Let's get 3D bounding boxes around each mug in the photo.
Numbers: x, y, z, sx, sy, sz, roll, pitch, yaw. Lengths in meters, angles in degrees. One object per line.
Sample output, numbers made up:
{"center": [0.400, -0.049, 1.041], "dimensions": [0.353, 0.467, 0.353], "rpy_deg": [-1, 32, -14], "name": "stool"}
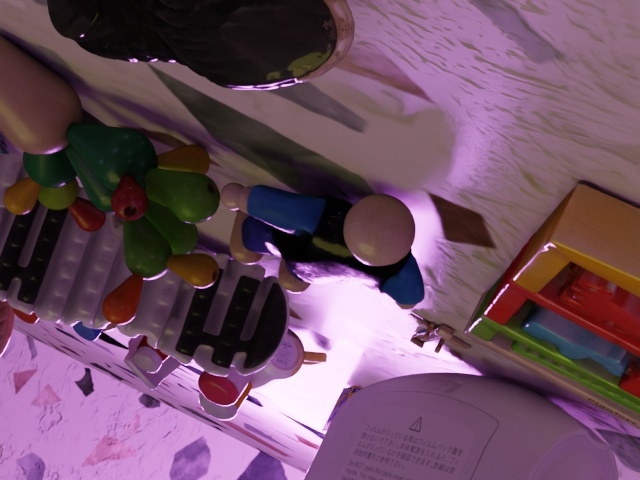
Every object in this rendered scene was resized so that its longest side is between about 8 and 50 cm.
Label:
{"center": [-0.039, 0.103, 1.293], "dimensions": [0.062, 0.078, 0.064], "rpy_deg": [62, 153, -3], "name": "mug"}

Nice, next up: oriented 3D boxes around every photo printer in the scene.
{"center": [0.065, 0.240, 0.992], "dimensions": [0.107, 0.307, 0.256], "rpy_deg": [35, 163, -30], "name": "photo printer"}

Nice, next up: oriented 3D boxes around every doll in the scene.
{"center": [0.000, 0.000, 0.786], "dimensions": [0.129, 0.046, 0.189], "rpy_deg": [31, 168, -17], "name": "doll"}

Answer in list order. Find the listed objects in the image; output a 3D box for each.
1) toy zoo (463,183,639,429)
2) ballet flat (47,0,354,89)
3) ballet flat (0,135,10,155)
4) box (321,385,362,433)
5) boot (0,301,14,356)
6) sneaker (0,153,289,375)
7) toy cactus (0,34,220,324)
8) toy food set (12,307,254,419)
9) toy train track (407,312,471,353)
{"center": [0.177, 0.054, 0.651], "dimensions": [0.192, 0.030, 0.293], "rpy_deg": [28, 167, 4], "name": "toy zoo"}
{"center": [-0.046, -0.093, 0.544], "dimensions": [0.049, 0.057, 0.173], "rpy_deg": [-14, -159, -39], "name": "ballet flat"}
{"center": [-0.296, -0.087, 1.081], "dimensions": [0.070, 0.070, 0.188], "rpy_deg": [25, 165, 16], "name": "ballet flat"}
{"center": [0.089, 0.210, 1.417], "dimensions": [0.169, 0.054, 0.059], "rpy_deg": [29, 168, -5], "name": "box"}
{"center": [-0.327, 0.039, 1.326], "dimensions": [0.207, 0.090, 0.248], "rpy_deg": [88, 161, -63], "name": "boot"}
{"center": [-0.168, 0.019, 1.098], "dimensions": [0.292, 0.110, 0.118], "rpy_deg": [26, -179, -9], "name": "sneaker"}
{"center": [-0.150, -0.044, 0.854], "dimensions": [0.180, 0.112, 0.219], "rpy_deg": [46, 169, -27], "name": "toy cactus"}
{"center": [-0.146, 0.090, 1.209], "dimensions": [0.111, 0.104, 0.232], "rpy_deg": [-15, 123, 45], "name": "toy food set"}
{"center": [0.076, 0.070, 0.976], "dimensions": [0.048, 0.014, 0.083], "rpy_deg": [30, 168, -5], "name": "toy train track"}
